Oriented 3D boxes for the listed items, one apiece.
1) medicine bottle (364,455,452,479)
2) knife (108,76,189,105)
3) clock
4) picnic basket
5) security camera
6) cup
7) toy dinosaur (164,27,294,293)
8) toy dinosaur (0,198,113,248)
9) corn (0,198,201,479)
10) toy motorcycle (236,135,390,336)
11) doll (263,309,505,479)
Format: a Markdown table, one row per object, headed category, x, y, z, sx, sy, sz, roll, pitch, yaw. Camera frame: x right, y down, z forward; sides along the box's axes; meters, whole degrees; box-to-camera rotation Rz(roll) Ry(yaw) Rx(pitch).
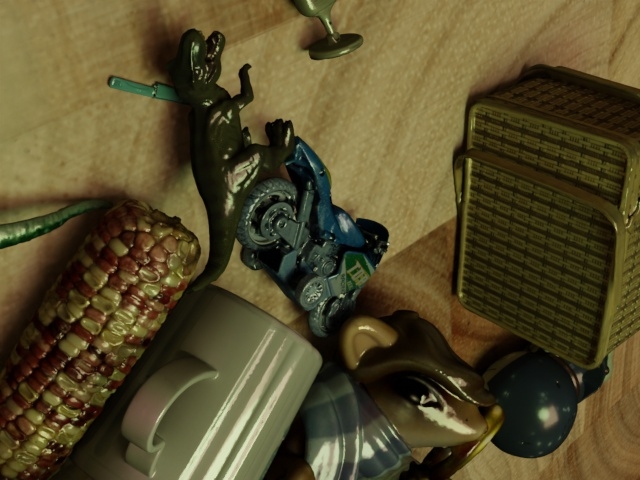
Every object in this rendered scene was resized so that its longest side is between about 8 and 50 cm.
| category | x | y | z | sx | sy | sz | roll | pitch | yaw |
| --- | --- | --- | --- | --- | --- | --- | --- | --- | --- |
| medicine bottle | 0.153 | 0.389 | 1.142 | 0.139 | 0.225 | 0.139 | -22 | 126 | -34 |
| knife | -0.140 | -0.128 | 0.736 | 0.091 | 0.005 | 0.014 | 7 | 109 | -46 |
| clock | 0.332 | 0.213 | 1.283 | 0.243 | 0.147 | 0.199 | -36 | 138 | -34 |
| picnic basket | 0.299 | -0.035 | 1.047 | 0.175 | 0.228 | 0.312 | -25 | 129 | -35 |
| security camera | 0.001 | -0.218 | 0.797 | 0.058 | 0.058 | 0.092 | -33 | 119 | -26 |
| cup | -0.100 | 0.156 | 0.778 | 0.167 | 0.221 | 0.202 | 35 | 76 | -14 |
| toy dinosaur | -0.109 | -0.071 | 0.720 | 0.179 | 0.087 | 0.187 | -42 | 116 | -39 |
| toy dinosaur | -0.306 | -0.031 | 0.587 | 0.383 | 0.076 | 0.129 | -14 | 128 | -34 |
| corn | -0.206 | 0.098 | 0.732 | 0.098 | 0.098 | 0.289 | 31 | 92 | -48 |
| toy motorcycle | 0.000 | 0.000 | 0.877 | 0.135 | 0.092 | 0.254 | -49 | 141 | -12 |
| doll | 0.049 | 0.246 | 0.962 | 0.339 | 0.209 | 0.318 | -54 | 153 | -10 |
